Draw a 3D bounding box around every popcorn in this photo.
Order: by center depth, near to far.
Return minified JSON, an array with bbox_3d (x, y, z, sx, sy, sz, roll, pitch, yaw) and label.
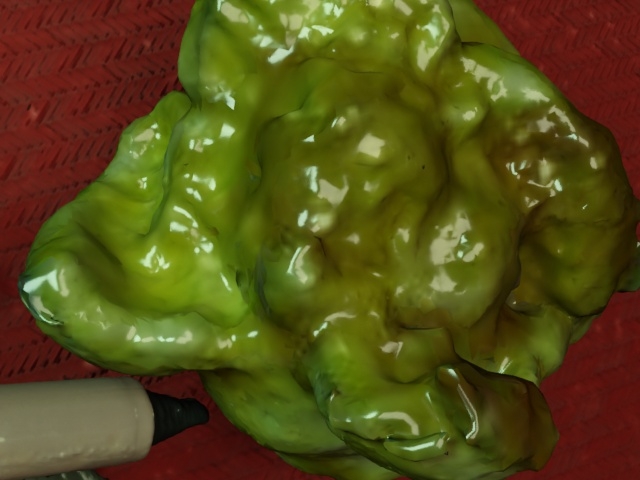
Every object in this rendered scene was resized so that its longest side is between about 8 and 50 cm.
[{"bbox_3d":[-0.006,-0.008,0.641,0.325,0.290,0.321,-24,82,-19],"label":"popcorn"}]

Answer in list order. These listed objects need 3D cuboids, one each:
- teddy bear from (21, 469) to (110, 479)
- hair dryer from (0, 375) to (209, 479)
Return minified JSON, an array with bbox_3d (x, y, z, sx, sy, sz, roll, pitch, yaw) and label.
[{"bbox_3d":[-0.214,0.259,0.573,0.357,0.224,0.367,45,67,-21],"label":"teddy bear"},{"bbox_3d":[-0.193,0.104,0.552,0.344,0.189,0.107,-2,126,-37],"label":"hair dryer"}]
